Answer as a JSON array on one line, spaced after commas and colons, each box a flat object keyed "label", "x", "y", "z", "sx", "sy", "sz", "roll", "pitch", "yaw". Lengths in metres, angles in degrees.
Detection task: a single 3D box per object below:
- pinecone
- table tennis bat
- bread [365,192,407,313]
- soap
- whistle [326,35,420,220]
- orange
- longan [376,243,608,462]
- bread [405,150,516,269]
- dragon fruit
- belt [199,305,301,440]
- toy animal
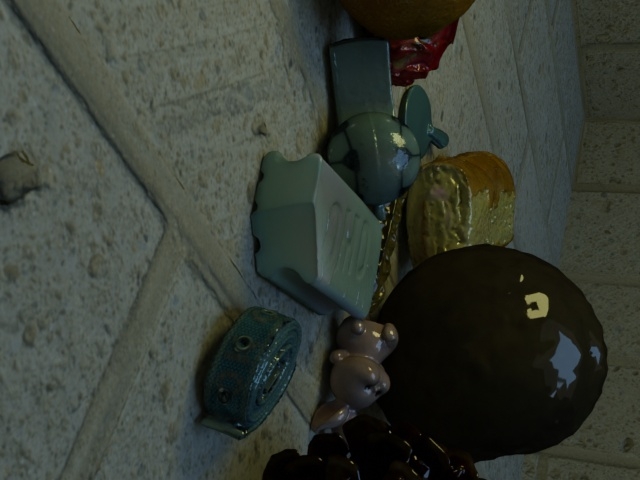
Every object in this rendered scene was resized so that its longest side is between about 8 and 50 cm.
[{"label": "pinecone", "x": 0.057, "y": 0.435, "z": 1.297, "sx": 0.398, "sy": 0.398, "sz": 0.397, "roll": 4, "pitch": 90, "yaw": -67}, {"label": "table tennis bat", "x": 0.210, "y": -0.231, "z": 1.945, "sx": 0.237, "sy": 0.038, "sz": 0.149, "roll": 15, "pitch": 78, "yaw": -62}, {"label": "bread", "x": 0.083, "y": 0.000, "z": 1.616, "sx": 0.098, "sy": 0.087, "sz": 0.269, "roll": 55, "pitch": 44, "yaw": -57}, {"label": "soap", "x": 0.000, "y": 0.000, "z": 1.411, "sx": 0.289, "sy": 0.095, "sz": 0.172, "roll": 42, "pitch": 55, "yaw": -62}, {"label": "whistle", "x": 0.079, "y": -0.163, "z": 1.500, "sx": 0.163, "sy": 0.164, "sz": 0.289, "roll": -49, "pitch": 137, "yaw": -55}, {"label": "orange", "x": 0.132, "y": -0.435, "z": 1.444, "sx": 0.264, "sy": 0.264, "sz": 0.264, "roll": 4, "pitch": 90, "yaw": -67}, {"label": "longan", "x": 0.293, "y": 0.202, "z": 1.740, "sx": 0.404, "sy": 0.436, "sz": 0.403, "roll": 19, "pitch": 63, "yaw": -42}, {"label": "bread", "x": 0.296, "y": -0.071, "z": 2.006, "sx": 0.375, "sy": 0.165, "sz": 0.236, "roll": -21, "pitch": 111, "yaw": -63}, {"label": "dragon fruit", "x": 0.164, "y": -0.365, "z": 1.672, "sx": 0.163, "sy": 0.189, "sz": 0.262, "roll": 65, "pitch": 23, "yaw": -1}, {"label": "belt", "x": -0.090, "y": 0.164, "z": 1.248, "sx": 0.163, "sy": 0.082, "sz": 0.147, "roll": -23, "pitch": 125, "yaw": -68}, {"label": "toy animal", "x": 0.066, "y": 0.239, "z": 1.585, "sx": 0.124, "sy": 0.124, "sz": 0.212, "roll": 54, "pitch": 42, "yaw": -57}]
